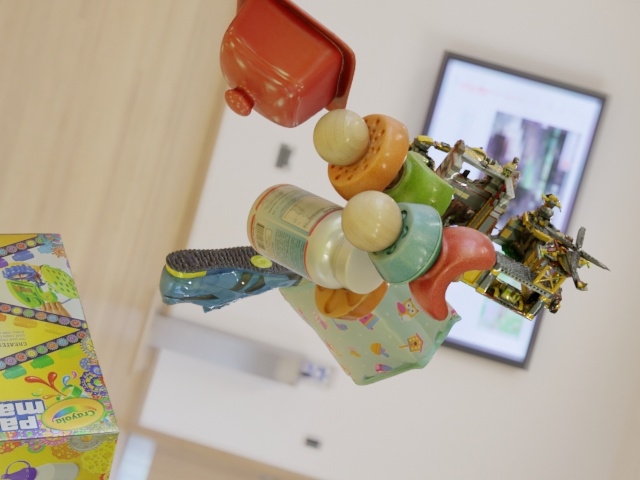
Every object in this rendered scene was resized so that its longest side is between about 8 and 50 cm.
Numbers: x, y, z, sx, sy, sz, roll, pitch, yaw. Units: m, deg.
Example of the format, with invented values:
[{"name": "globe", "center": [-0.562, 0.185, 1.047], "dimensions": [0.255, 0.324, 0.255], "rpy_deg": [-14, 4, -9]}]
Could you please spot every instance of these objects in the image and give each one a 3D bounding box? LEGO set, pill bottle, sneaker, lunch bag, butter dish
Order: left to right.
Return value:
[{"name": "sneaker", "center": [-0.128, 0.058, 2.037], "dimensions": [0.069, 0.209, 0.082], "rpy_deg": [-120, -145, -52]}, {"name": "butter dish", "center": [-0.055, -0.180, 1.526], "dimensions": [0.118, 0.160, 0.160], "rpy_deg": [-49, 171, -20]}, {"name": "pill bottle", "center": [0.000, 0.000, 1.529], "dimensions": [0.087, 0.160, 0.087], "rpy_deg": [-19, 120, -35]}, {"name": "lunch bag", "center": [0.062, 0.111, 2.316], "dimensions": [0.160, 0.223, 0.262], "rpy_deg": [-49, -167, -30]}, {"name": "LEGO set", "center": [0.246, -0.054, 1.992], "dimensions": [0.192, 0.331, 0.255], "rpy_deg": [-54, -171, 29]}]

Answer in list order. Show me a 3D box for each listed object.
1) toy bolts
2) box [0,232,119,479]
[{"name": "toy bolts", "center": [0.044, -0.011, 1.478], "dimensions": [0.218, 0.158, 0.228], "rpy_deg": [-53, -146, 8]}, {"name": "box", "center": [-0.331, 0.191, 1.394], "dimensions": [0.279, 0.177, 0.290], "rpy_deg": [-116, -147, -44]}]
